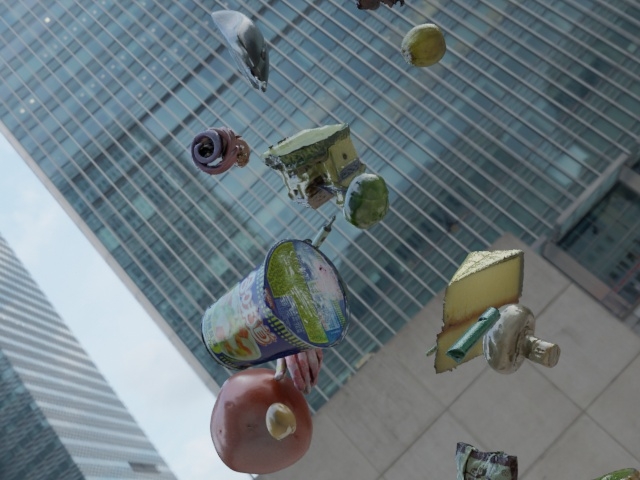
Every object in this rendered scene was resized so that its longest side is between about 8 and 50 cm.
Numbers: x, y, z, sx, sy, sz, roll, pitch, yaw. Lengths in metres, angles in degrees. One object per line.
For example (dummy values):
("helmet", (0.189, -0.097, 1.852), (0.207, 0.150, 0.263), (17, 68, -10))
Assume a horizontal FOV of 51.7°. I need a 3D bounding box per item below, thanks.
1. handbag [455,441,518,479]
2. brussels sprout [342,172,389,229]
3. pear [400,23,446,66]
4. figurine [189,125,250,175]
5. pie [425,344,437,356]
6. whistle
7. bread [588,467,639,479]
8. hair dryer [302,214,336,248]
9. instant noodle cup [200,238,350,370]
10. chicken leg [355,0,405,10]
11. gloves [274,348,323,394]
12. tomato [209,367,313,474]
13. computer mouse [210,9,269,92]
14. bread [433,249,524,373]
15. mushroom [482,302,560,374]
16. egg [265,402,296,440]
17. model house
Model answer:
("handbag", (0.463, 0.707, 1.867), (0.127, 0.213, 0.235), (-2, -89, -42))
("brussels sprout", (0.118, -0.098, 1.670), (0.155, 0.117, 0.155), (-43, -40, -52))
("pear", (0.371, -0.696, 2.365), (0.162, 0.149, 0.149), (-23, -25, 3))
("figurine", (-0.227, -0.222, 1.600), (0.157, 0.126, 0.114), (-14, -45, -44))
("pie", (0.396, 0.375, 2.286), (0.084, 0.020, 0.084), (-33, -17, -11))
("whistle", (0.337, 0.207, 1.448), (0.186, 0.039, 0.039), (-34, -26, -39))
("bread", (0.704, 0.643, 1.661), (0.236, 0.070, 0.236), (-19, -19, -7))
("hair dryer", (0.000, 0.000, 2.001), (0.057, 0.100, 0.198), (0, -45, -39))
("instant noodle cup", (-0.130, 0.182, 1.623), (0.312, 0.284, 0.284), (-31, -13, 36))
("chicken leg", (0.179, -0.738, 1.798), (0.083, 0.177, 0.323), (-17, 47, 55))
("gloves", (-0.064, 0.356, 2.027), (0.145, 0.241, 0.126), (9, -62, -12))
("tomato", (-0.196, 0.578, 2.077), (0.341, 0.341, 0.273), (-47, 2, 1))
("computer mouse", (-0.162, -0.442, 1.546), (0.090, 0.379, 0.167), (-29, -46, 1))
("bread", (0.556, 0.242, 2.280), (0.405, 0.242, 0.346), (-30, -61, -63))
("mushroom", (0.552, 0.270, 1.838), (0.209, 0.206, 0.206), (-17, -8, 33))
("egg", (-0.110, 0.485, 1.779), (0.080, 0.096, 0.080), (-29, -20, -11))
("model house", (-0.014, -0.229, 2.227), (0.261, 0.321, 0.266), (-36, -67, -27))
